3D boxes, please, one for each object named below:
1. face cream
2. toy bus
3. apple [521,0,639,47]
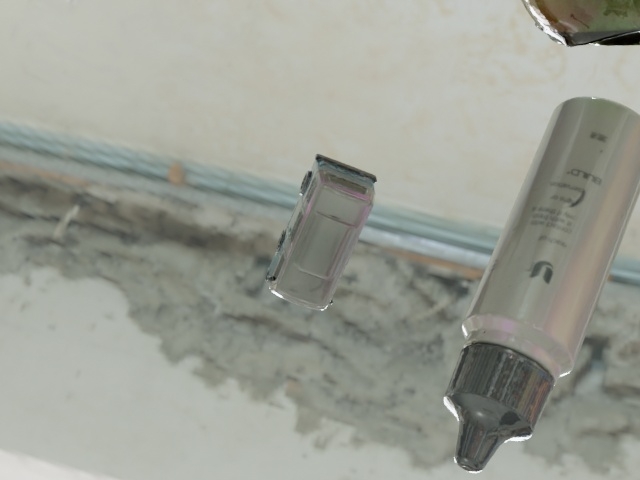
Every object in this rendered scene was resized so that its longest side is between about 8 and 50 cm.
[{"bbox_3d":[0.168,0.036,1.070,0.092,0.311,0.092,21,-24,10],"label":"face cream"},{"bbox_3d":[0.000,0.000,1.170,0.060,0.075,0.123,21,-71,-9],"label":"toy bus"},{"bbox_3d":[0.234,-0.239,1.030,0.174,0.188,0.207,40,-37,2],"label":"apple"}]
